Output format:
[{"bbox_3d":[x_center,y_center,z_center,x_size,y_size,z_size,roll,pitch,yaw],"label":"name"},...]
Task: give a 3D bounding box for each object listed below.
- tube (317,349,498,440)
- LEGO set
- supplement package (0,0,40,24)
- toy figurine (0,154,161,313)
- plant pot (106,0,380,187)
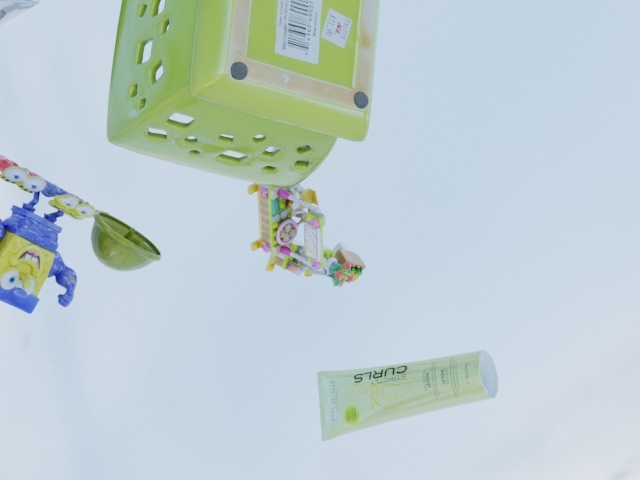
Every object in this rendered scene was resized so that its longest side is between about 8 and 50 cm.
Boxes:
[{"bbox_3d":[0.102,0.190,1.638,0.240,0.062,0.070,-14,26,26],"label":"tube"},{"bbox_3d":[0.000,0.000,1.616,0.107,0.287,0.132,26,64,37],"label":"LEGO set"},{"bbox_3d":[-0.478,-0.350,1.684,0.244,0.139,0.134,-14,69,46],"label":"supplement package"},{"bbox_3d":[-0.423,0.017,1.853,0.191,0.362,0.217,27,85,40],"label":"toy figurine"},{"bbox_3d":[-0.066,-0.198,1.321,0.207,0.227,0.228,-16,65,58],"label":"plant pot"}]
